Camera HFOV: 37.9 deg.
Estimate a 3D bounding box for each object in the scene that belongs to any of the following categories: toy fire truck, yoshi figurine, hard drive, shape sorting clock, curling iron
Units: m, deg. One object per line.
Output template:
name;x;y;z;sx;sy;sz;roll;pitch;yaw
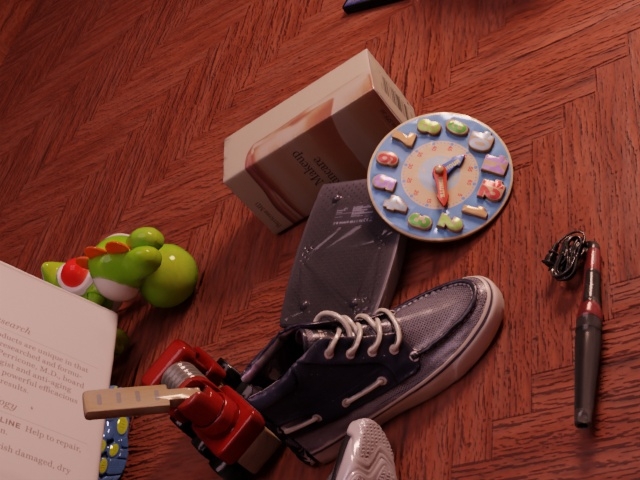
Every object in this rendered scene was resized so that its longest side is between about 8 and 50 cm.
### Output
toy fire truck;-0.195;0.213;1.259;0.158;0.246;0.217;-49;35;-7
yoshi figurine;-0.348;0.090;1.660;0.203;0.203;0.362;-21;-5;-45
hard drive;0.046;0.022;1.360;0.172;0.054;0.254;-6;53;33
shape sorting clock;0.168;-0.093;1.320;0.206;0.040;0.206;-3;66;6
curling iron;0.295;0.097;1.065;0.068;0.035;0.274;-26;38;32

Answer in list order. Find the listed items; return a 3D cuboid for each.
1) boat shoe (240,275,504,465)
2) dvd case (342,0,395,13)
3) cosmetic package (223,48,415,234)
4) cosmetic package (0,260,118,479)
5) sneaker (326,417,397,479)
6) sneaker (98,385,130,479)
boat shoe;0.060;0.135;1.157;0.340;0.158;0.127;-41;35;6
dvd case;0.161;-0.575;1.913;0.180;0.022;0.253;-1;53;46
cosmetic package;0.000;-0.157;1.532;0.296;0.153;0.129;-30;36;22
cosmetic package;-0.540;0.279;1.415;0.329;0.327;0.393;-47;30;28
sneaker;-0.004;0.332;1.065;0.153;0.101;0.268;-16;46;31
sneaker;-0.343;0.321;1.473;0.078;0.067;0.188;-45;30;39
